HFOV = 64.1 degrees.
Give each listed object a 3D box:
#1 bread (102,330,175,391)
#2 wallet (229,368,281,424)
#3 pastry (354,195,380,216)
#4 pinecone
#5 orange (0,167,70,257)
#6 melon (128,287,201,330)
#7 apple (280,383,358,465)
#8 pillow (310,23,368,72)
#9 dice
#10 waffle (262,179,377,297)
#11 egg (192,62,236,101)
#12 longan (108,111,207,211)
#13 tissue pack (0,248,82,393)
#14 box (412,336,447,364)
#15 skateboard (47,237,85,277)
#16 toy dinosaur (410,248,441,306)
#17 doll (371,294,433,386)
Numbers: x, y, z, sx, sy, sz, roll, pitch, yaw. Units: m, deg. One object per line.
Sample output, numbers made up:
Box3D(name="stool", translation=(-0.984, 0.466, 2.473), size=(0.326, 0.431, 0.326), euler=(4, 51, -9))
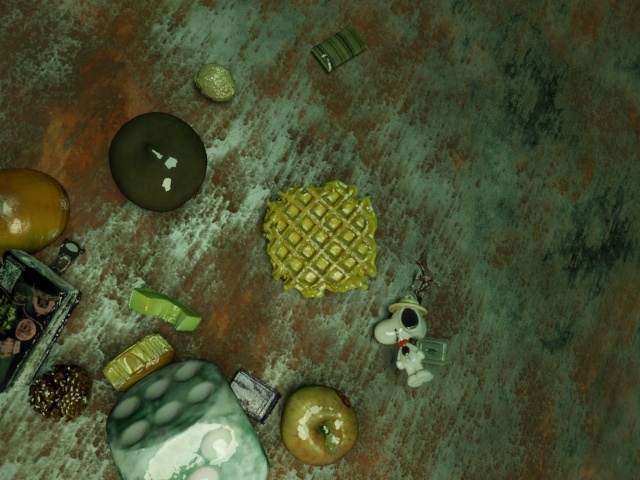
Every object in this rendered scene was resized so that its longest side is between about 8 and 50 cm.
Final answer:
Box3D(name="bread", translation=(-0.524, 0.359, 1.491), size=(0.190, 0.132, 0.114), euler=(-40, 81, -16))
Box3D(name="wallet", translation=(-0.219, 0.496, 1.625), size=(0.166, 0.030, 0.111), euler=(35, 75, -9))
Box3D(name="pastry", translation=(0.097, -0.078, 1.756), size=(0.265, 0.112, 0.103), euler=(-28, 84, -19))
Box3D(name="pinecone", translation=(-0.723, 0.423, 1.422), size=(0.173, 0.173, 0.174), euler=(2, 82, -17))
Box3D(name="orange", translation=(-0.896, -0.080, 1.463), size=(0.310, 0.274, 0.274), euler=(-14, 87, -49))
Box3D(name="melon", translation=(-0.467, 0.211, 1.545), size=(0.209, 0.118, 0.064), euler=(27, 89, 0))
Box3D(name="apple", translation=(-0.007, 0.572, 1.595), size=(0.260, 0.194, 0.261), euler=(1, 85, -17))
Box3D(name="pillow", translation=(0.072, -0.703, 1.867), size=(0.203, 0.038, 0.113), euler=(-38, 92, -19))
Box3D(name="dice", translation=(-0.353, 0.550, 1.377), size=(0.328, 0.330, 0.348), euler=(-27, 111, -20))
Box3D(name="waffle", translation=(0.000, 0.000, 1.655), size=(0.379, 0.095, 0.382), euler=(-7, 99, 6))
Box3D(name="egg", translation=(-0.343, -0.518, 1.675), size=(0.140, 0.116, 0.118), euler=(35, 102, -6))
Box3D(name="longan", translation=(-0.474, -0.228, 1.512), size=(0.297, 0.297, 0.297), euler=(2, 82, -17))
Box3D(name="tissue pack", translation=(-0.830, 0.214, 1.384), size=(0.245, 0.123, 0.332), euler=(31, 89, 12))
Box3D(name="box", translation=(0.380, 0.387, 1.807), size=(0.122, 0.062, 0.089), euler=(12, 80, -14))
Box3D(name="skateboard", translation=(-0.757, 0.068, 1.490), size=(0.067, 0.080, 0.151), euler=(34, 77, -17))
Box3D(name="toy dinosaur", translation=(0.383, 0.140, 1.857), size=(0.108, 0.032, 0.220), euler=(10, 82, -19))
Box3D(name="doll", translation=(0.308, 0.334, 1.714), size=(0.208, 0.271, 0.144), euler=(-44, 142, 4))
